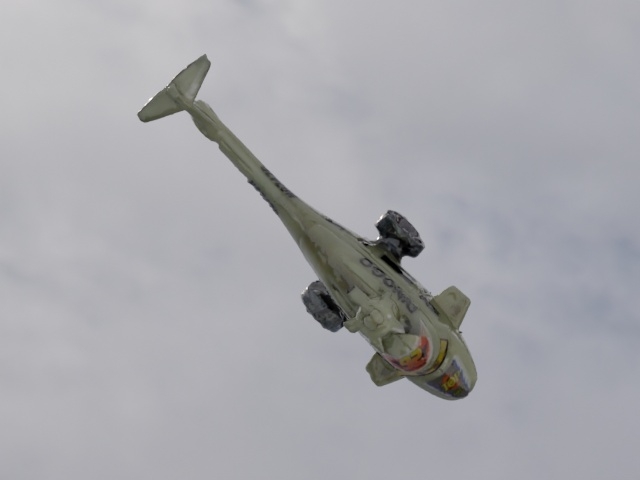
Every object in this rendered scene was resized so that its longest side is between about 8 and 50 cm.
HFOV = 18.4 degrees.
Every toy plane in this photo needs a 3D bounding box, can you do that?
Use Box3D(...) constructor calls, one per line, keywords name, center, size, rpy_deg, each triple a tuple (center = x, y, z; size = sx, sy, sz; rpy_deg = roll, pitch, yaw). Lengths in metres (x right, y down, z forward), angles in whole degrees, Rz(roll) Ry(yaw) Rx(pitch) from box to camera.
Box3D(name="toy plane", center=(0.000, 0.000, 1.322), size=(0.286, 0.092, 0.108), rpy_deg=(48, -167, 3))
